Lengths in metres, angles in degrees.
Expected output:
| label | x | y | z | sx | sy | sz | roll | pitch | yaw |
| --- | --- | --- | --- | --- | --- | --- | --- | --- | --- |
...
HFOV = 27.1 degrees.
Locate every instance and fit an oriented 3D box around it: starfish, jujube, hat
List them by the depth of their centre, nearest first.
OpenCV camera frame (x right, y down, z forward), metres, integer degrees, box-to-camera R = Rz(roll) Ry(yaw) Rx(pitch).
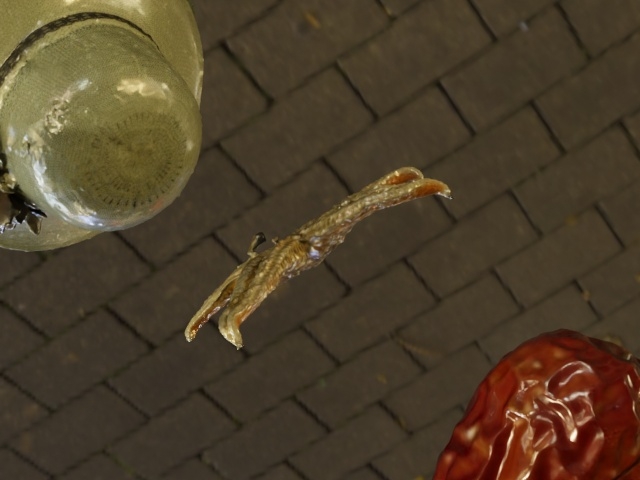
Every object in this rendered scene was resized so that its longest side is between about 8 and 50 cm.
| label | x | y | z | sx | sy | sz | roll | pitch | yaw |
| --- | --- | --- | --- | --- | --- | --- | --- | --- | --- |
| jujube | 0.112 | 0.132 | 0.680 | 0.112 | 0.109 | 0.176 | 31 | 99 | 6 |
| hat | -0.163 | -0.085 | 0.972 | 0.257 | 0.130 | 0.257 | -20 | 126 | -30 |
| starfish | 0.000 | -0.002 | 0.997 | 0.247 | 0.138 | 0.050 | -37 | 101 | -22 |

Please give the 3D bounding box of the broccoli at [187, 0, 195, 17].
| label | x | y | z | sx | sy | sz | roll | pitch | yaw |
| --- | --- | --- | --- | --- | --- | --- | --- | --- | --- |
| broccoli | -0.299 | -0.263 | 1.492 | 0.252 | 0.361 | 0.221 | -32 | 179 | -23 |
